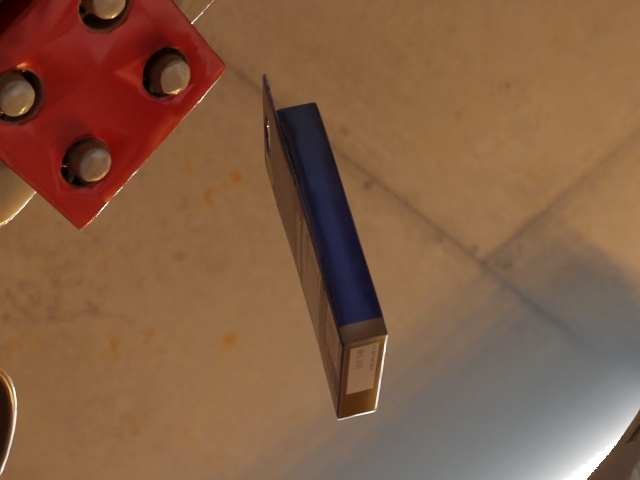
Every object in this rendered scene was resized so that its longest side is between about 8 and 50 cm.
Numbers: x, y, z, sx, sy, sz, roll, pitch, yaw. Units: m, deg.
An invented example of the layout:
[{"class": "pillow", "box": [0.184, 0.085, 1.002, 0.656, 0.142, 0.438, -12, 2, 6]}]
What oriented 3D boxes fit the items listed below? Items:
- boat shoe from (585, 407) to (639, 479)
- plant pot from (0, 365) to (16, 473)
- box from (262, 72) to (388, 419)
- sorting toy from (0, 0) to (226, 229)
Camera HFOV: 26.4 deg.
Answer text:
[{"class": "boat shoe", "box": [0.296, 0.206, 1.210, 0.070, 0.219, 0.078, 46, -27, -5]}, {"class": "plant pot", "box": [-0.366, 0.185, 1.123, 0.109, 0.237, 0.237, 23, -54, 16]}, {"class": "box", "box": [0.000, 0.000, 0.983, 0.036, 0.225, 0.136, -14, -27, -8]}, {"class": "sorting toy", "box": [-0.100, -0.152, 0.497, 0.257, 0.089, 0.255, -48, -42, -7]}]
